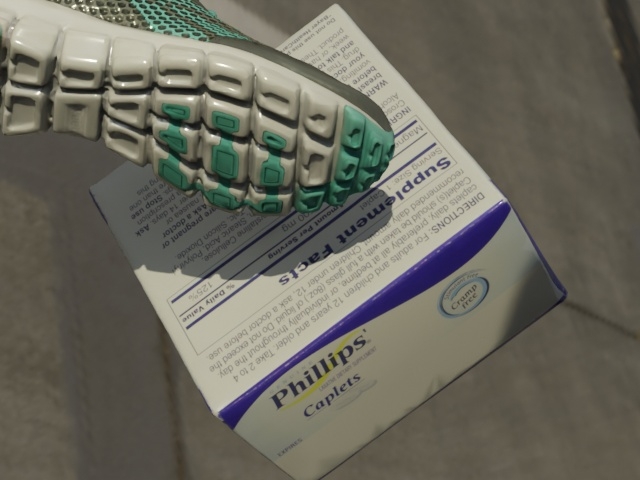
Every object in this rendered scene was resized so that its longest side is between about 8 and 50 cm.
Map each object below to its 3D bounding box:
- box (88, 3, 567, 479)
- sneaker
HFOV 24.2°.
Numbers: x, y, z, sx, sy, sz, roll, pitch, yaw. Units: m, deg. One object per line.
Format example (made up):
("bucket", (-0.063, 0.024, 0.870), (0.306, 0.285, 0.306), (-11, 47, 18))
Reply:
("box", (0.000, 0.000, 0.570), (0.072, 0.126, 0.137), (51, 3, -47))
("sneaker", (-0.053, -0.063, 0.480), (0.166, 0.065, 0.076), (18, 49, -5))
